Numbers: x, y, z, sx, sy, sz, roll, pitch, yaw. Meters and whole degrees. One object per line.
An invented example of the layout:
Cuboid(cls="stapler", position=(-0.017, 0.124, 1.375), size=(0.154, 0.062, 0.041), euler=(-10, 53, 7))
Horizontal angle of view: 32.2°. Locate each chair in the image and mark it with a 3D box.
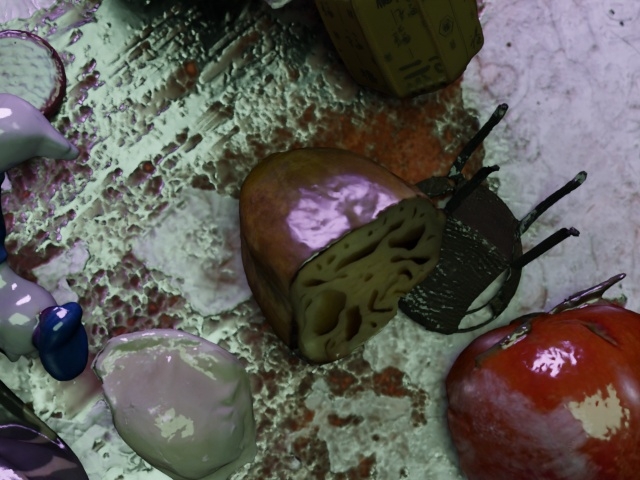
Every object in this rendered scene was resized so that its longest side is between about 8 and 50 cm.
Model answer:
Cuboid(cls="chair", position=(0.171, -0.011, 1.198), size=(0.174, 0.149, 0.213), euler=(38, 118, -9))

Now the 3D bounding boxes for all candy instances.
Cuboid(cls="candy", position=(-0.308, -0.162, 1.118), size=(0.103, 0.043, 0.103), euler=(2, 82, -14))

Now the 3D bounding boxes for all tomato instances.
Cuboid(cls="tomato", position=(0.296, 0.194, 1.157), size=(0.309, 0.170, 0.308), euler=(2, 82, -12))

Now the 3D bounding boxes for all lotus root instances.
Cuboid(cls="lotus root", position=(0.001, -0.001, 1.125), size=(0.188, 0.199, 0.180), euler=(-29, 51, -23))

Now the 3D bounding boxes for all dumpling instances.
Cuboid(cls="dumpling", position=(-0.132, 0.163, 1.089), size=(0.136, 0.118, 0.199), euler=(-35, 113, -14))

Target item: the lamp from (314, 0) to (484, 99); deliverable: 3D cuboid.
Cuboid(cls="lamp", position=(0.080, -0.247, 1.145), size=(0.161, 0.161, 0.185), euler=(-44, 137, -15))

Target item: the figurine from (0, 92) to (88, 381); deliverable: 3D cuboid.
Cuboid(cls="figurine", position=(-0.337, 0.002, 1.011), size=(0.284, 0.204, 0.338), euler=(-36, 97, -4))

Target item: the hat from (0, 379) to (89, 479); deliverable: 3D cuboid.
Cuboid(cls="hat", position=(-0.413, 0.280, 0.937), size=(0.382, 0.257, 0.366), euler=(21, 76, -48))

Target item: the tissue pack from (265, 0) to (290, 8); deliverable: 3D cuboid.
Cuboid(cls="tissue pack", position=(-0.088, -0.426, 1.063), size=(0.356, 0.194, 0.266), euler=(39, 73, 26))
